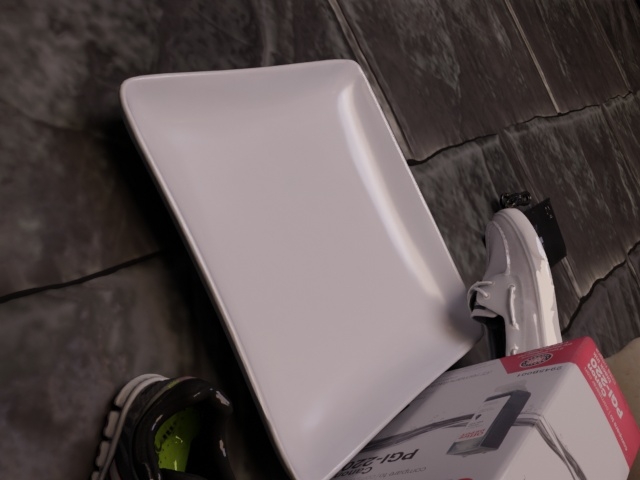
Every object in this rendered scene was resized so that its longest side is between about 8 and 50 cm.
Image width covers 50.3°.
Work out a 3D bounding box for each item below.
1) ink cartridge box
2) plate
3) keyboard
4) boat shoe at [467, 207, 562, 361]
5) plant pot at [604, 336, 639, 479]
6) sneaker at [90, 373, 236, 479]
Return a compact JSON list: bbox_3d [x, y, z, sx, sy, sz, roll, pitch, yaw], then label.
[{"bbox_3d":[0.099,0.160,0.451,0.218,0.158,0.092,-30,93,-51],"label":"ink cartridge box"},{"bbox_3d":[0.000,0.000,0.520,0.278,0.045,0.277,-24,89,-51],"label":"plate"},{"bbox_3d":[0.245,-0.010,0.817,0.180,0.023,0.108,-22,93,-52],"label":"keyboard"},{"bbox_3d":[0.160,0.060,0.588,0.063,0.066,0.184,-3,76,-9],"label":"boat shoe"},{"bbox_3d":[0.307,0.254,0.540,0.334,0.334,0.305,31,38,-34],"label":"plant pot"},{"bbox_3d":[-0.080,0.140,0.330,0.063,0.074,0.170,32,49,-33],"label":"sneaker"}]
